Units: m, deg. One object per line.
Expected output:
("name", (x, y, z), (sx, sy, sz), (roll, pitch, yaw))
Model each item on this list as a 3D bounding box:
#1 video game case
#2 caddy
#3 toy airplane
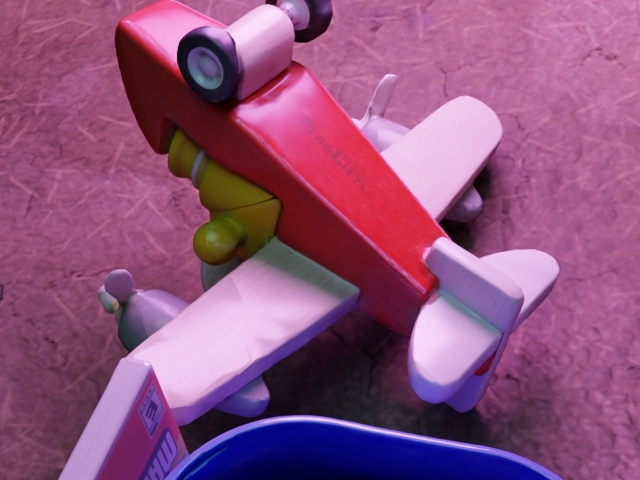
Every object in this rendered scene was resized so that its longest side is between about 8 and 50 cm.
("video game case", (-0.133, 0.241, 1.009), (0.025, 0.285, 0.204), (11, 54, 19))
("caddy", (0.038, 0.252, 0.972), (0.341, 0.179, 0.241), (9, 65, 4))
("toy airplane", (0.000, 0.000, 1.233), (0.386, 0.272, 0.384), (12, 57, -27))
